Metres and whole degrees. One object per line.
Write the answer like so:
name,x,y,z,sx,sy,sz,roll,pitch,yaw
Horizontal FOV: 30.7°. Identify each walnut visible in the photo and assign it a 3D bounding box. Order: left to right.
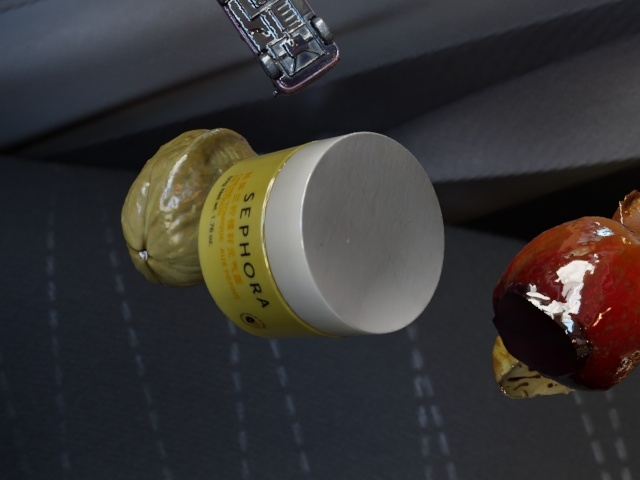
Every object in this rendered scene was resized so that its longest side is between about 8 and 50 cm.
walnut,-0.201,-0.056,1.915,0.283,0.227,0.283,-37,138,-44

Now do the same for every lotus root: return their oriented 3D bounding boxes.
lotus root,0.326,0.167,1.739,0.135,0.159,0.095,-120,-158,-57

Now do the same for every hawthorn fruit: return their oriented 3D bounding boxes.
hawthorn fruit,0.337,0.066,1.451,0.215,0.250,0.215,47,-5,5

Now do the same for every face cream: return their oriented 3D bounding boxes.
face cream,0.000,0.000,1.297,0.218,0.179,0.218,7,80,-42

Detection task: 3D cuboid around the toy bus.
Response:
toy bus,-0.062,-0.272,1.429,0.199,0.096,0.108,56,-3,5

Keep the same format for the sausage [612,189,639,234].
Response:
sausage,0.531,0.083,1.753,0.097,0.094,0.348,-39,100,-35
